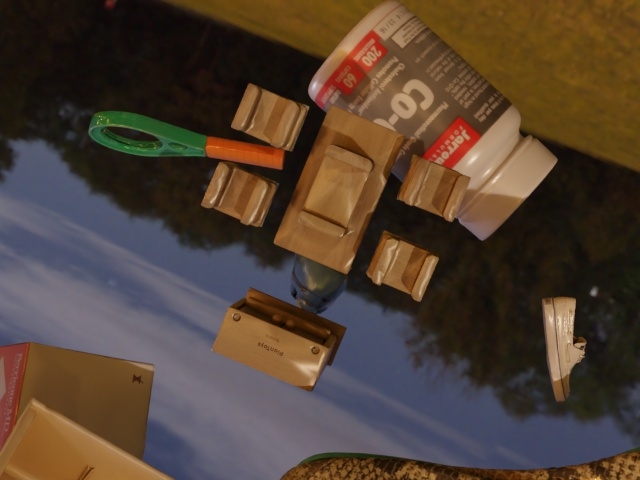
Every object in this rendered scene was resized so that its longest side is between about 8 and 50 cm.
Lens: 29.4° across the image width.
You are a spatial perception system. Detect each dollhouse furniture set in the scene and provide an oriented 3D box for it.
[{"bbox_3d":[0.000,0.000,1.144,0.212,0.242,0.161,23,-175,4],"label":"dollhouse furniture set"}]

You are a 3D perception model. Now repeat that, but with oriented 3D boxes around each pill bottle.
[{"bbox_3d":[0.138,-0.143,1.478,0.283,0.161,0.161,42,-176,2],"label":"pill bottle"}]

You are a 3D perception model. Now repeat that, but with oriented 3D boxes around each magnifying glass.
[{"bbox_3d":[-0.157,-0.113,1.424,0.231,0.026,0.092,8,163,2],"label":"magnifying glass"}]

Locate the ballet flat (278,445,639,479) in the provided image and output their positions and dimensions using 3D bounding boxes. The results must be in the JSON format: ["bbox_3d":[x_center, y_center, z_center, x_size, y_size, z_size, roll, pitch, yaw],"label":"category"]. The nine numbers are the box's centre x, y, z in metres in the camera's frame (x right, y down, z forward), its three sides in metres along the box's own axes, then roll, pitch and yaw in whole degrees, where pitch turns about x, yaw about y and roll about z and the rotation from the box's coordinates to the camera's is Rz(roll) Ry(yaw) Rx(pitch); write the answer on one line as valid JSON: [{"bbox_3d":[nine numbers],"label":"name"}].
[{"bbox_3d":[0.194,0.255,0.964,0.483,0.164,0.182,-2,-144,0],"label":"ballet flat"}]

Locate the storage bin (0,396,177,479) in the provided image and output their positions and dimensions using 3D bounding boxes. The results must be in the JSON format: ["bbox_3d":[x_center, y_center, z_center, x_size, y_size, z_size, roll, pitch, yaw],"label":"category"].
[{"bbox_3d":[-0.244,0.341,1.203,0.262,0.123,0.260,32,-140,-9],"label":"storage bin"}]

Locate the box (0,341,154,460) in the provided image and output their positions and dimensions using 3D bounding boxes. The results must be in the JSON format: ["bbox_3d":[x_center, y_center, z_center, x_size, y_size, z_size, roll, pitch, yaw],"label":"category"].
[{"bbox_3d":[-0.373,0.256,1.548,0.168,0.215,0.345,16,163,-32],"label":"box"}]

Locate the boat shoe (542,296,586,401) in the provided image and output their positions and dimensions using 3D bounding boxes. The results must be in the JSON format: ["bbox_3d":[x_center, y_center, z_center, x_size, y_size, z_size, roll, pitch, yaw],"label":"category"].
[{"bbox_3d":[0.215,0.095,1.063,0.035,0.100,0.035,-7,-162,7],"label":"boat shoe"}]

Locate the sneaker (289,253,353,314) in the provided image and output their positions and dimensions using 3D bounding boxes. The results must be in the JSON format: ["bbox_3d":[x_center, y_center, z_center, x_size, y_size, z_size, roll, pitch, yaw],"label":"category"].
[{"bbox_3d":[-0.010,0.047,1.466,0.069,0.082,0.209,28,-179,-4],"label":"sneaker"}]
